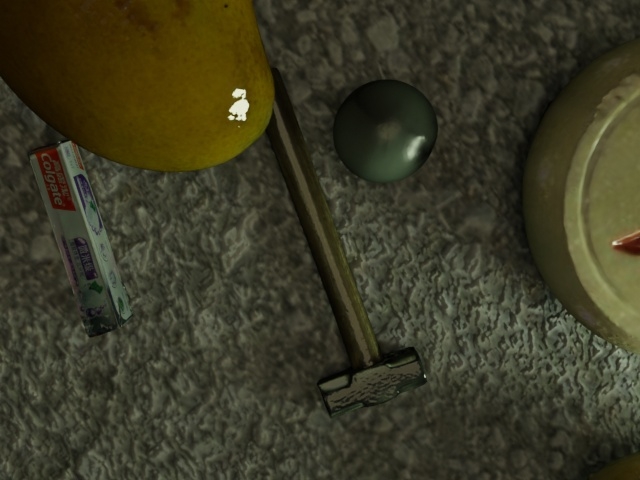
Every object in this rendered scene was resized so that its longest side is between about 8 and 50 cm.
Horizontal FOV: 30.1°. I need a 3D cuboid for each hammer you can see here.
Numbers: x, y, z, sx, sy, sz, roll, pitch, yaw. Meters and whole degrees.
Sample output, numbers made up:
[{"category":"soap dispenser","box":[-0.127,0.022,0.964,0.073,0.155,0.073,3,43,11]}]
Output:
[{"category":"hammer","box":[0.000,0.000,1.231,0.111,0.043,0.366,-20,97,-3]}]

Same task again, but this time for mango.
[{"category":"mango","box":[-0.187,-0.229,1.088,0.263,0.221,0.378,-32,108,-5]}]

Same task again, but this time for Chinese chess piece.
[{"category":"Chinese chess piece","box":[0.372,-0.046,1.217,0.337,0.140,0.338,-1,97,-6]}]

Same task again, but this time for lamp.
[{"category":"lamp","box":[0.065,-0.109,1.188,0.105,0.105,0.105,-1,97,-7]}]

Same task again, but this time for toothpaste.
[{"category":"toothpaste","box":[-0.240,-0.004,1.196,0.040,0.047,0.196,-15,99,9]}]

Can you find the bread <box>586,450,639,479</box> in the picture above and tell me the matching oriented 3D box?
[{"category":"bread","box":[0.421,0.323,1.255,0.314,0.171,0.192,28,97,-10]}]
